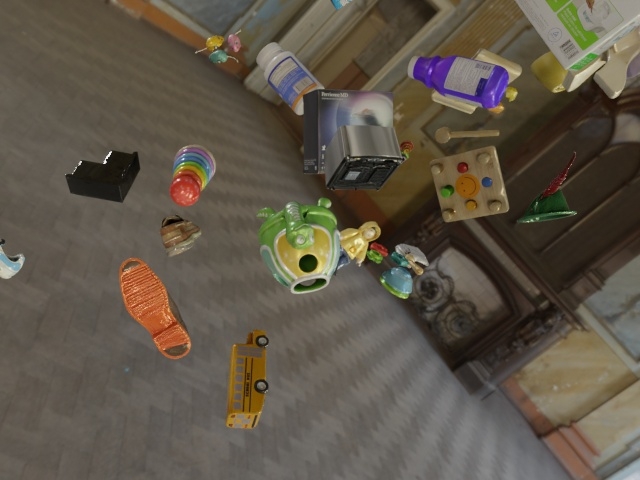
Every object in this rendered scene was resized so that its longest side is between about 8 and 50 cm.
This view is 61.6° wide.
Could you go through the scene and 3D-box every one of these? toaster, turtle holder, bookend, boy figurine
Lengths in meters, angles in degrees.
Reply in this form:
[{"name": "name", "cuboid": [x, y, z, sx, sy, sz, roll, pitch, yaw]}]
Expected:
[{"name": "toaster", "cuboid": [0.108, -0.213, 1.396, 0.168, 0.186, 0.110, -3, 69, -18]}, {"name": "turtle holder", "cuboid": [-0.041, 0.011, 1.521, 0.243, 0.320, 0.228, -1, 65, -29]}, {"name": "bookend", "cuboid": [-0.642, -0.202, 1.596, 0.157, 0.072, 0.156, 10, 48, -2]}, {"name": "boy figurine", "cuboid": [0.138, 0.028, 2.249, 0.177, 0.285, 0.092, 58, -13, -24]}]

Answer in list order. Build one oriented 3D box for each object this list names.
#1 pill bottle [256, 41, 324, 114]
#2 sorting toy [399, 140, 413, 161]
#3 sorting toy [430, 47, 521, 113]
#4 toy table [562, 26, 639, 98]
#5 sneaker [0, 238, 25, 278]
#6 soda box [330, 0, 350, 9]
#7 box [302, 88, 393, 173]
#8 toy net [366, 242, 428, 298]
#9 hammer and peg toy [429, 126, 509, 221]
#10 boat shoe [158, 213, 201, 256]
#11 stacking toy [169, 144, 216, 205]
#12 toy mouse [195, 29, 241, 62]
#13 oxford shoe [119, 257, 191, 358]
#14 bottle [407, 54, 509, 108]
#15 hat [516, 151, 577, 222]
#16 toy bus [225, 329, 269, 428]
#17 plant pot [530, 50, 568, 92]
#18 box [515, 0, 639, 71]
[{"name": "pill bottle", "cuboid": [-0.124, -0.641, 2.111, 0.272, 0.152, 0.152, 48, 16, 7]}, {"name": "sorting toy", "cuboid": [0.299, -0.317, 1.950, 0.061, 0.102, 0.042, 10, 51, -4]}, {"name": "sorting toy", "cuboid": [0.545, -0.499, 1.769, 0.307, 0.229, 0.041, 8, 59, -33]}, {"name": "toy table", "cuboid": [0.671, -0.457, 1.249, 0.252, 0.160, 0.274, 63, 0, 33]}, {"name": "sneaker", "cuboid": [-0.881, 0.009, 1.385, 0.085, 0.086, 0.237, 19, -21, 45]}, {"name": "soda box", "cuboid": [0.117, -0.805, 1.651, 0.067, 0.210, 0.071, 50, 15, -44]}, {"name": "box", "cuboid": [0.098, -0.389, 1.951, 0.296, 0.294, 0.182, -3, 7, -19]}, {"name": "toy net", "cuboid": [0.163, 0.047, 1.152, 0.122, 0.045, 0.232, 34, 20, 11]}, {"name": "hammer and peg toy", "cuboid": [0.552, -0.261, 2.023, 0.127, 0.265, 0.361, -30, 108, -55]}, {"name": "boat shoe", "cuboid": [-0.503, -0.040, 1.909, 0.116, 0.123, 0.324, 65, -5, -14]}, {"name": "stacking toy", "cuboid": [-0.411, -0.197, 1.678, 0.141, 0.141, 0.330, 42, 13, -19]}, {"name": "toy mouse", "cuboid": [-0.302, -0.607, 1.690, 0.143, 0.161, 0.031, 50, -9, 28]}, {"name": "oxford shoe", "cuboid": [-0.535, 0.208, 1.726, 0.133, 0.130, 0.364, -129, -163, -68]}, {"name": "bottle", "cuboid": [0.390, -0.470, 1.549, 0.282, 0.118, 0.092, 25, 0, 28]}, {"name": "hat", "cuboid": [0.733, -0.163, 1.741, 0.173, 0.208, 0.184, 4, 78, -61]}, {"name": "toy bus", "cuboid": [-0.249, 0.468, 1.849, 0.130, 0.108, 0.333, 7, 44, -12]}, {"name": "plant pot", "cuboid": [0.711, -0.502, 1.606, 0.134, 0.134, 0.095, 9, 64, -66]}, {"name": "box", "cuboid": [0.455, -0.468, 0.915, 0.126, 0.231, 0.262, -22, 77, -54]}]
